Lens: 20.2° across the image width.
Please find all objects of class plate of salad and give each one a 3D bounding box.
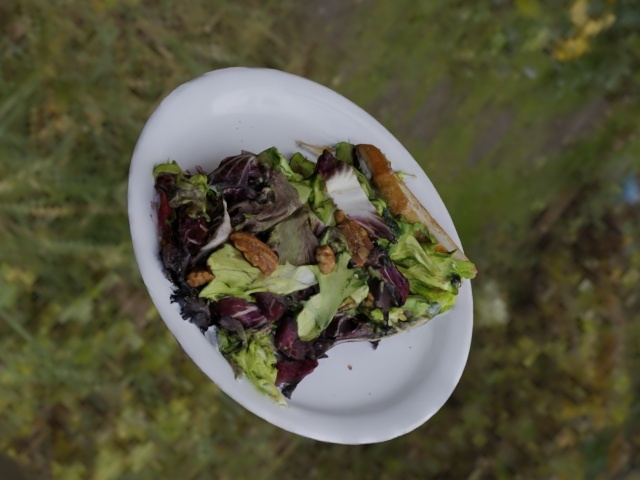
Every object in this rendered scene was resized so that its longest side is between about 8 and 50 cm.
[{"bbox_3d":[0.000,0.000,0.856,0.200,0.199,0.048,-31,176,-44],"label":"plate of salad"}]
